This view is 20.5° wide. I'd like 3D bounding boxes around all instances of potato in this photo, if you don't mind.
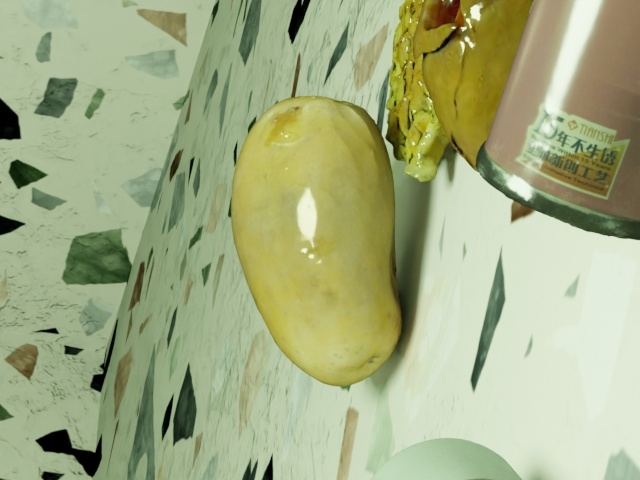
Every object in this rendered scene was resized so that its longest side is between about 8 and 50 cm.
[{"bbox_3d":[0.000,0.000,1.407,0.150,0.146,0.234,9,-105,-61],"label":"potato"}]

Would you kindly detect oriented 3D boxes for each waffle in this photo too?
[{"bbox_3d":[0.098,-0.178,1.385,0.254,0.052,0.245,-103,26,-66],"label":"waffle"}]

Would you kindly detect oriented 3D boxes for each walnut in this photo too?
[{"bbox_3d":[0.130,-0.158,1.050,0.137,0.137,0.245,-174,106,-78],"label":"walnut"}]

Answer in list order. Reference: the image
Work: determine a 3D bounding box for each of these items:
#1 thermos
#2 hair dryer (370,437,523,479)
[{"bbox_3d":[0.189,-0.171,0.874,0.109,0.136,0.330,40,120,45],"label":"thermos"},{"bbox_3d":[0.064,0.300,0.975,0.173,0.107,0.357,-128,46,-78],"label":"hair dryer"}]
